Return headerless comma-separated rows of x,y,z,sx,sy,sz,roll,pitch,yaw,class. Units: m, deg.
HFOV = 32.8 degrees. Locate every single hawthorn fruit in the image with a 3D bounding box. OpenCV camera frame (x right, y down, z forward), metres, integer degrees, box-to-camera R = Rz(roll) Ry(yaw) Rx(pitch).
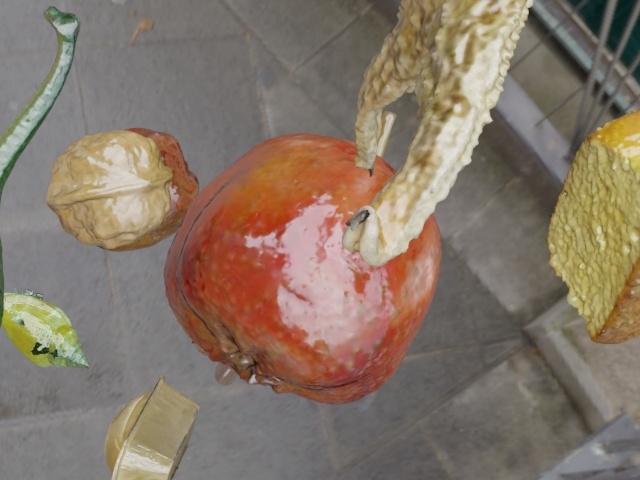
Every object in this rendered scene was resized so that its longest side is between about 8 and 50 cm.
0.000,0.000,1.131,0.287,0.287,0.330,32,73,-6,hawthorn fruit
-0.340,-0.081,1.872,0.248,0.208,0.208,-25,83,-27,hawthorn fruit

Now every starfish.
0.102,-0.175,0.798,0.082,0.324,0.432,30,84,-12,starfish

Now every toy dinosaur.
-0.311,0.024,1.086,0.300,0.087,0.447,-21,108,-9,toy dinosaur

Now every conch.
-0.458,0.152,1.789,0.201,0.079,0.095,45,75,6,conch

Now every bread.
0.224,-0.007,0.800,0.065,0.187,0.103,-15,53,-21,bread

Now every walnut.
-0.144,-0.035,0.746,0.082,0.096,0.079,-20,101,-43,walnut

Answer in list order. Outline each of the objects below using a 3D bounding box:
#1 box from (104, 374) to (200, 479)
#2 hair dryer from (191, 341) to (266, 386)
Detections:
-0.230,0.263,1.446,0.111,0.111,0.177,30,34,-6,box
-0.122,0.161,1.465,0.117,0.182,0.064,28,62,-4,hair dryer
